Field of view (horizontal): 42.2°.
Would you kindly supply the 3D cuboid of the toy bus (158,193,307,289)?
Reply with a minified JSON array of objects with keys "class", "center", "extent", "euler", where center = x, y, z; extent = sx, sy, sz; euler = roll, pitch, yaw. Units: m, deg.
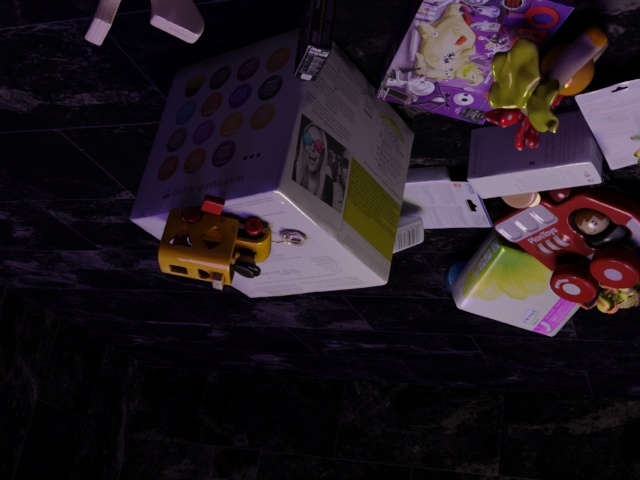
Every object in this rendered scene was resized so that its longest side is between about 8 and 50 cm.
[{"class":"toy bus","center":[-0.158,0.022,1.322],"extent":[0.202,0.104,0.191],"euler":[-14,145,43]}]

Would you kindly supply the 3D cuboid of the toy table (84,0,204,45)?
[{"class":"toy table","center":[-0.265,-0.398,1.169],"extent":[0.274,0.160,0.252],"euler":[16,156,-12]}]

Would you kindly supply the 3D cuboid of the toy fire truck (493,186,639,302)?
[{"class":"toy fire truck","center":[0.540,-0.020,1.750],"extent":[0.254,0.169,0.302],"euler":[35,150,-11]}]

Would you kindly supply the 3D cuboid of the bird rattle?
[{"class":"bird rattle","center":[0.361,-0.233,1.275],"extent":[0.207,0.143,0.253],"euler":[-43,163,11]}]

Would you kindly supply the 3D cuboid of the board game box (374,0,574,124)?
[{"class":"board game box","center":[0.229,-0.308,1.324],"extent":[0.208,0.056,0.347],"euler":[9,157,-8]}]

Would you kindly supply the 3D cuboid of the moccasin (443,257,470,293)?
[{"class":"moccasin","center":[0.468,0.143,2.164],"extent":[0.342,0.137,0.117],"euler":[16,164,-15]}]

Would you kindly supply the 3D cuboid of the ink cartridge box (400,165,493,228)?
[{"class":"ink cartridge box","center":[0.251,-0.090,1.819],"extent":[0.224,0.045,0.223],"euler":[0,155,22]}]

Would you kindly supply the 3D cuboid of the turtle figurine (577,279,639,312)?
[{"class":"turtle figurine","center":[0.707,0.103,1.871],"extent":[0.217,0.087,0.269],"euler":[-33,163,-2]}]

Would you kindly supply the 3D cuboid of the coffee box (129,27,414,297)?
[{"class":"coffee box","center":[-0.073,-0.124,1.497],"extent":[0.338,0.334,0.338],"euler":[-8,148,36]}]

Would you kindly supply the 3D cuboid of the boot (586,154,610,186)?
[{"class":"boot","center":[0.496,-0.140,1.610],"extent":[0.121,0.045,0.099],"euler":[-1,158,22]}]

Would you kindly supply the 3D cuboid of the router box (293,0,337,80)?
[{"class":"router box","center":[-0.007,-0.323,1.284],"extent":[0.038,0.122,0.092],"euler":[11,158,-13]}]

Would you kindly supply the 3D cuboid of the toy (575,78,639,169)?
[{"class":"toy","center":[0.530,-0.210,1.405],"extent":[0.137,0.056,0.237],"euler":[-13,145,28]}]

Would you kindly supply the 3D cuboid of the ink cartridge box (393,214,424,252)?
[{"class":"ink cartridge box","center":[0.000,0.000,1.808],"extent":[0.330,0.071,0.324],"euler":[4,-163,42]}]

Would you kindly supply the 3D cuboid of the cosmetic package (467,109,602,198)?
[{"class":"cosmetic package","center":[0.391,-0.156,1.521],"extent":[0.231,0.117,0.085],"euler":[-7,151,32]}]

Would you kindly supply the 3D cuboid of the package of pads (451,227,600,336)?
[{"class":"package of pads","center":[0.492,0.102,2.000],"extent":[0.297,0.101,0.229],"euler":[18,128,-16]}]

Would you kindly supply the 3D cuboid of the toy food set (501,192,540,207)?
[{"class":"toy food set","center":[0.408,-0.105,1.704],"extent":[0.083,0.020,0.082],"euler":[-1,115,32]}]
